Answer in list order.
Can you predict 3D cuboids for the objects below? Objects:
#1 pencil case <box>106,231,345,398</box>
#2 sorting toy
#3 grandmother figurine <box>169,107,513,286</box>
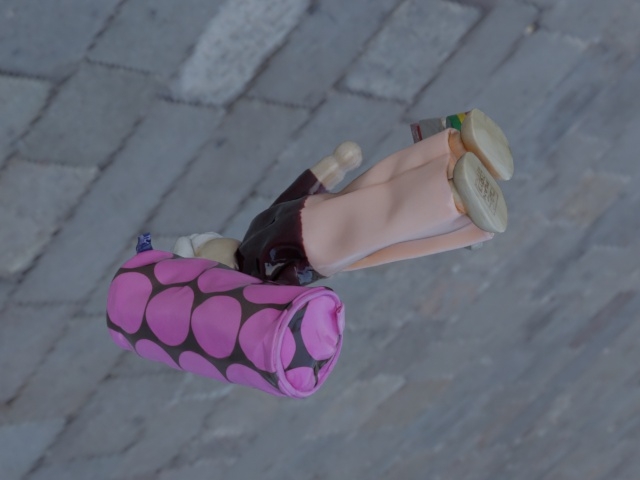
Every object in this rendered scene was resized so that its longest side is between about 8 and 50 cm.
[{"bbox_3d":[-0.072,0.058,1.143,0.098,0.209,0.095,-25,118,-41],"label":"pencil case"},{"bbox_3d":[0.144,-0.063,1.488,0.046,0.132,0.274,-14,-175,-5],"label":"sorting toy"},{"bbox_3d":[0.000,0.000,1.304,0.342,0.104,0.208,-20,-154,29],"label":"grandmother figurine"}]
